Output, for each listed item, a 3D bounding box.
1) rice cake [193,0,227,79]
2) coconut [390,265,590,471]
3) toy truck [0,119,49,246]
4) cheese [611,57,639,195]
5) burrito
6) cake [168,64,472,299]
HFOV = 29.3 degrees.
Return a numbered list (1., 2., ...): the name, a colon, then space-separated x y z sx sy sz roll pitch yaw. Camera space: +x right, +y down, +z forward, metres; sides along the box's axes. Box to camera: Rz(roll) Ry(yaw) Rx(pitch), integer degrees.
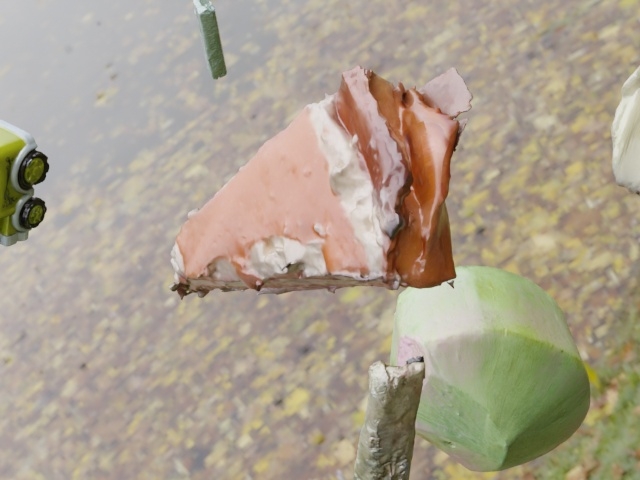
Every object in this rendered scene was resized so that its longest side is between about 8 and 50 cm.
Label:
1. rice cake: -0.155 -0.284 1.726 0.029 0.171 0.033 -17 66 -5
2. coconut: 0.176 0.143 1.298 0.204 0.236 0.236 -6 31 2
3. toy truck: -0.281 -0.041 1.028 0.076 0.111 0.077 23 29 24
4. cheese: 0.345 -0.062 0.934 0.266 0.233 0.127 -57 -13 -83
5. burrito: 0.059 0.173 1.076 0.051 0.171 0.042 7 35 0
6. cake: -0.005 0.001 0.803 0.098 0.135 0.287 -6 -20 -39
